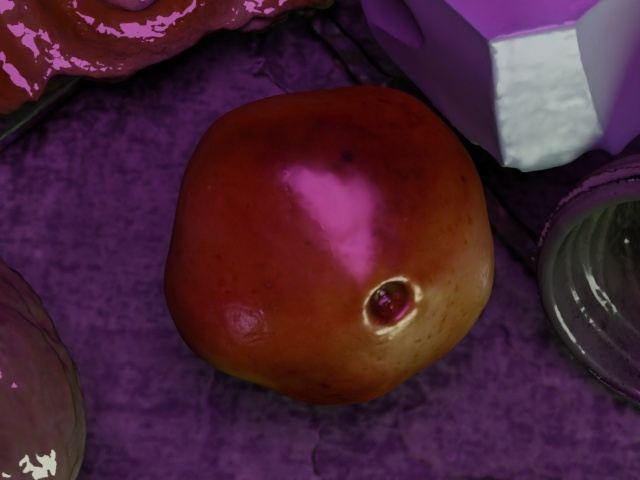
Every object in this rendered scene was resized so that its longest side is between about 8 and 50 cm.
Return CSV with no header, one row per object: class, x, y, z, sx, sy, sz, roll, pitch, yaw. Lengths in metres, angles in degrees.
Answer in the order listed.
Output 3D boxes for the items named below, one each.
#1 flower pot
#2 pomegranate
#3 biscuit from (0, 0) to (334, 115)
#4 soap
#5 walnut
flower pot,0.263,0.005,1.152,0.235,0.235,0.140,29,52,7
pomegranate,0.002,0.000,1.135,0.209,0.209,0.209,0,73,-2
biscuit,-0.138,-0.205,1.252,0.274,0.091,0.213,-26,78,-7
soap,0.122,-0.202,1.172,0.208,0.115,0.347,-11,45,-4
walnut,-0.237,0.096,1.122,0.178,0.178,0.230,-41,81,-12
